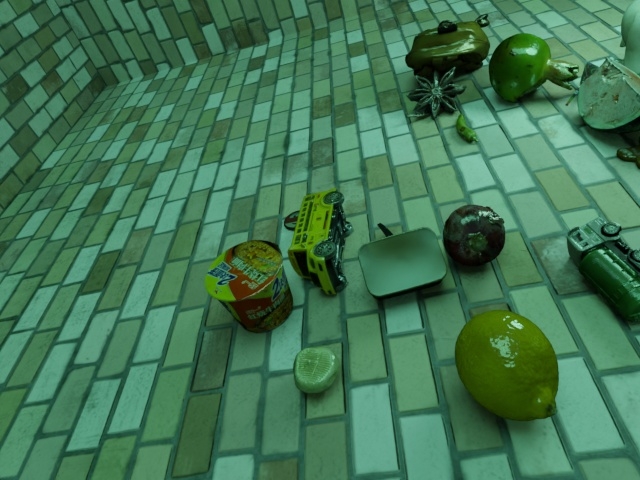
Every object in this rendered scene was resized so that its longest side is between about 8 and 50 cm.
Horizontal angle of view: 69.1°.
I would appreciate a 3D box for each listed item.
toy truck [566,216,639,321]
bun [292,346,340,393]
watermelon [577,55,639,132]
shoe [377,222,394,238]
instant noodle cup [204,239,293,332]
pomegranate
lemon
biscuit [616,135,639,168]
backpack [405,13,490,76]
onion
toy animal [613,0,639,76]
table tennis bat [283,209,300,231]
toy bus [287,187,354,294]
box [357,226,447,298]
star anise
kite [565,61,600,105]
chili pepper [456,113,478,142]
[{"bbox_3d":[0.653,0.064,1.030,0.125,0.101,0.242,-29,42,8],"label":"toy truck"},{"bbox_3d":[-0.009,0.297,1.055,0.115,0.069,0.115,-12,42,11],"label":"bun"},{"bbox_3d":[0.918,-0.415,1.394,0.224,0.180,0.305,-20,41,18],"label":"watermelon"},{"bbox_3d":[0.193,0.013,1.305,0.053,0.062,0.159,-43,44,15],"label":"shoe"},{"bbox_3d":[-0.172,0.129,1.228,0.214,0.174,0.213,-12,42,11],"label":"instant noodle cup"},{"bbox_3d":[0.754,-0.615,1.656,0.302,0.235,0.236,21,54,38],"label":"pomegranate"},{"bbox_3d":[0.354,0.235,0.889,0.187,0.186,0.244,-21,43,-2],"label":"lemon"},{"bbox_3d":[0.967,-0.270,1.329,0.205,0.031,0.138,-23,40,-7],"label":"biscuit"},{"bbox_3d":[0.521,-0.785,1.894,0.354,0.200,0.378,-9,13,12],"label":"backpack"},{"bbox_3d":[0.390,-0.021,1.204,0.160,0.159,0.195,-12,14,10],"label":"onion"},{"bbox_3d":[1.088,-0.670,1.564,0.174,0.288,0.249,-3,23,22],"label":"toy animal"},{"bbox_3d":[-0.074,-0.052,1.516,0.098,0.019,0.154,-12,38,9],"label":"table tennis bat"},{"bbox_3d":[0.000,0.000,1.328,0.152,0.144,0.330,-7,41,15],"label":"toy bus"},{"bbox_3d":[0.206,0.063,1.178,0.201,0.090,0.144,-17,71,5],"label":"box"},{"bbox_3d":[0.435,-0.553,1.796,0.262,0.081,0.230,-45,72,4],"label":"star anise"},{"bbox_3d":[0.921,-0.503,1.574,0.152,0.015,0.285,39,62,12],"label":"kite"},{"bbox_3d":[0.509,-0.407,1.657,0.049,0.043,0.208,-23,38,16],"label":"chili pepper"}]
